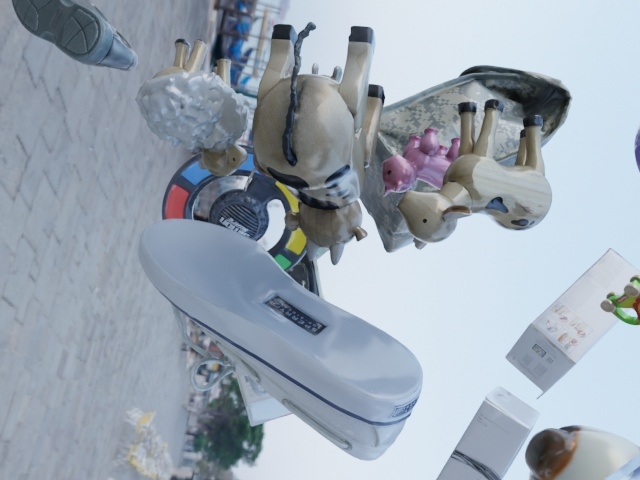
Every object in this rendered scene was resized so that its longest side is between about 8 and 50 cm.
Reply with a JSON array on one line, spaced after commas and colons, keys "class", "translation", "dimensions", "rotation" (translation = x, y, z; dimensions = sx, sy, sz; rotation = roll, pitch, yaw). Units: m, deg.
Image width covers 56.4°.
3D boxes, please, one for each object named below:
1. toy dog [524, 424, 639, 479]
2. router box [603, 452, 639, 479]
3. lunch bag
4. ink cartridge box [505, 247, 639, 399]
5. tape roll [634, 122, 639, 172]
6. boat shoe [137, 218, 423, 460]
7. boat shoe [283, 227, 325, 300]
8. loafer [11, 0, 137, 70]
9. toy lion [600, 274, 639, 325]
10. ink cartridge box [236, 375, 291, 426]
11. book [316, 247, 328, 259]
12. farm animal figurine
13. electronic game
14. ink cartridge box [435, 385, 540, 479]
[{"class": "toy dog", "translation": [0.421, 0.510, 0.973], "dimensions": [0.395, 0.285, 0.407], "rotation": [56, 44, -64]}, {"class": "router box", "translation": [0.222, 0.290, 0.310], "dimensions": [0.301, 0.082, 0.335], "rotation": [45, -49, 24]}, {"class": "lunch bag", "translation": [0.208, -0.131, 0.901], "dimensions": [0.168, 0.287, 0.235], "rotation": [63, -10, 15]}, {"class": "ink cartridge box", "translation": [0.609, 0.210, 1.447], "dimensions": [0.310, 0.130, 0.271], "rotation": [-36, 155, -21]}, {"class": "tape roll", "translation": [0.494, -0.120, 0.722], "dimensions": [0.080, 0.189, 0.188], "rotation": [78, 21, -74]}, {"class": "boat shoe", "translation": [-0.067, 0.114, 0.660], "dimensions": [0.136, 0.367, 0.156], "rotation": [-31, 143, -50]}, {"class": "boat shoe", "translation": [-0.046, 0.075, 1.168], "dimensions": [0.084, 0.079, 0.232], "rotation": [136, -54, -63]}, {"class": "loafer", "translation": [-0.372, -0.326, 0.892], "dimensions": [0.096, 0.267, 0.084], "rotation": [-53, 152, 11]}, {"class": "toy lion", "translation": [0.529, 0.110, 0.977], "dimensions": [0.034, 0.096, 0.100], "rotation": [-39, 166, -31]}, {"class": "ink cartridge box", "translation": [-0.072, 0.185, 0.862], "dimensions": [0.135, 0.099, 0.056], "rotation": [-116, -163, -47]}, {"class": "book", "translation": [0.000, 0.000, 1.268], "dimensions": [0.144, 0.035, 0.096], "rotation": [-39, -158, 42]}, {"class": "farm animal figurine", "translation": [0.036, -0.066, 0.579], "dimensions": [0.327, 0.331, 0.172], "rotation": [29, 67, -58]}, {"class": "electronic game", "translation": [-0.122, -0.033, 0.896], "dimensions": [0.048, 0.230, 0.229], "rotation": [-92, -164, -62]}, {"class": "ink cartridge box", "translation": [0.255, 0.337, 0.934], "dimensions": [0.190, 0.082, 0.140], "rotation": [-61, 155, 9]}]
